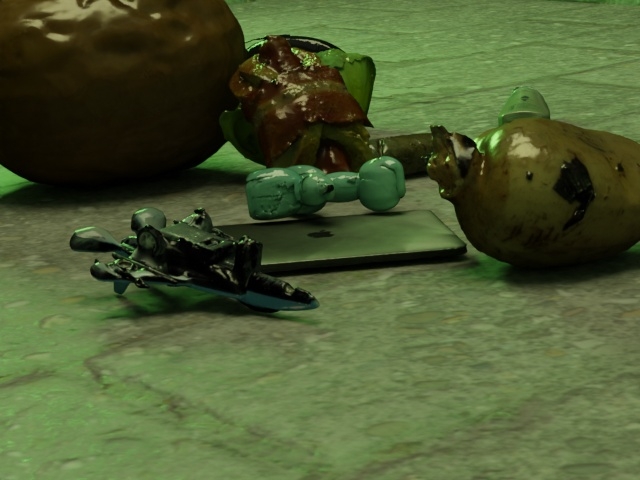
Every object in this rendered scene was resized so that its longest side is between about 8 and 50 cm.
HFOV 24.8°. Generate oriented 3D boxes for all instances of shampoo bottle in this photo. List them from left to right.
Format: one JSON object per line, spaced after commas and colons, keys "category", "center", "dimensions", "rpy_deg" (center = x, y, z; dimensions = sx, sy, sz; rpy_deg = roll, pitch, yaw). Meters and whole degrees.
{"category": "shampoo bottle", "center": [0.285, -0.177, 2.040], "dimensions": [0.072, 0.049, 0.212], "rpy_deg": [-5, 14, 9]}

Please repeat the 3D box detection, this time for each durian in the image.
{"category": "durian", "center": [-0.025, -0.161, 1.860], "dimensions": [0.250, 0.139, 0.101], "rpy_deg": [-33, 24, -30]}

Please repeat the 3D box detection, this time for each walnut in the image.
{"category": "walnut", "center": [-0.288, -0.225, 1.844], "dimensions": [0.398, 0.308, 0.354], "rpy_deg": [-6, 27, -19]}

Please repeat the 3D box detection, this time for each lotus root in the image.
{"category": "lotus root", "center": [0.221, -0.043, 1.372], "dimensions": [0.257, 0.140, 0.154], "rpy_deg": [4, -1, -14]}

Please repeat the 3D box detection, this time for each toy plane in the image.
{"category": "toy plane", "center": [-0.102, 0.019, 1.308], "dimensions": [0.246, 0.078, 0.169], "rpy_deg": [8, 18, 37]}

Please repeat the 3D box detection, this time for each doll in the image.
{"category": "doll", "center": [0.015, -0.057, 1.580], "dimensions": [0.158, 0.059, 0.159], "rpy_deg": [-4, 2, 30]}

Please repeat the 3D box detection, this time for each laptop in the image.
{"category": "laptop", "center": [0.000, 0.000, 1.486], "dimensions": [0.269, 0.015, 0.187], "rpy_deg": [-5, 14, -7]}

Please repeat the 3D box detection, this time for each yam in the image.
{"category": "yam", "center": [0.101, -0.104, 1.793], "dimensions": [0.132, 0.054, 0.054], "rpy_deg": [-9, 16, -27]}

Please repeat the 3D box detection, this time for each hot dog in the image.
{"category": "hot dog", "center": [-0.021, -0.150, 1.724], "dimensions": [0.146, 0.213, 0.103], "rpy_deg": [-24, -15, -18]}

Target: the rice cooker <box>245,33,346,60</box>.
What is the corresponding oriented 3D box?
{"category": "rice cooker", "center": [-0.042, -0.229, 2.132], "dimensions": [0.203, 0.142, 0.118], "rpy_deg": [4, 4, 23]}
